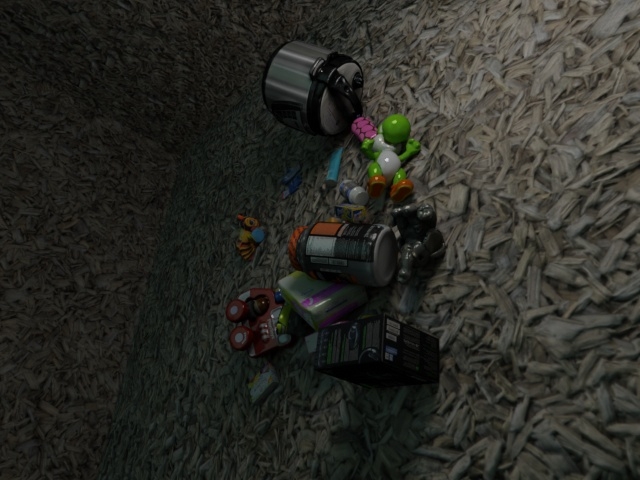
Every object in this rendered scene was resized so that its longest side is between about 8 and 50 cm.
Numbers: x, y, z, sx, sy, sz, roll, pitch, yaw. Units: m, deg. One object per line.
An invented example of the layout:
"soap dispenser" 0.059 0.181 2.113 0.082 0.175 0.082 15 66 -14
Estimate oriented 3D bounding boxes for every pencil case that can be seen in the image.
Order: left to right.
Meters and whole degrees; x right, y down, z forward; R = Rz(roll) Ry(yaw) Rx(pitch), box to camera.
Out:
"pencil case" 0.204 -0.454 1.966 0.098 0.095 0.209 -28 42 2

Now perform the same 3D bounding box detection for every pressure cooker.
"pressure cooker" -0.005 -0.668 2.055 0.420 0.370 0.375 28 127 25

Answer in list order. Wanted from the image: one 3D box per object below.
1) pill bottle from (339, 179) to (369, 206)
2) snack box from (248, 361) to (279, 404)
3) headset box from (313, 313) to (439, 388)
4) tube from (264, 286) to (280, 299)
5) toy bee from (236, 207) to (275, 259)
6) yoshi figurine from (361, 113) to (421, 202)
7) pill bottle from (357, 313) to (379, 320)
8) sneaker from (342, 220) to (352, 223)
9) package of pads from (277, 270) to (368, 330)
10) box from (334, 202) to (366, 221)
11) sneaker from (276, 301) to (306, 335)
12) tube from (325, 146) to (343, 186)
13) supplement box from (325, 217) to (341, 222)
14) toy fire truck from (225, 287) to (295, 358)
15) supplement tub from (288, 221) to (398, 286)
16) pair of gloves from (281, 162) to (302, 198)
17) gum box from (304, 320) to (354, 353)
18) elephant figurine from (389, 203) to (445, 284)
"pill bottle" 0.137 -0.191 1.873 0.078 0.078 0.137 -56 33 9
"snack box" -0.229 0.575 1.855 0.141 0.037 0.100 -50 36 17
"headset box" 0.153 0.329 1.328 0.283 0.246 0.131 -22 50 43
"tube" -0.225 0.274 2.053 0.240 0.062 0.070 -39 5 37
"toy bee" -0.377 -0.059 2.395 0.195 0.162 0.298 -13 57 51
"yoshi figurine" 0.264 -0.334 1.723 0.203 0.203 0.362 -16 50 28
"pill bottle" 0.179 0.273 1.497 0.116 0.065 0.065 -7 61 51
"sneaker" 0.163 -0.025 1.743 0.128 0.087 0.221 -34 42 12
"package of pads" -0.002 0.187 1.676 0.229 0.101 0.296 -27 28 -17
"box" 0.115 -0.111 1.811 0.169 0.059 0.054 -159 58 -67
"sneaker" -0.083 0.261 1.831 0.111 0.121 0.300 104 -176 -47
"tube" 0.062 -0.340 2.112 0.080 0.052 0.207 -20 46 39
"supplement box" 0.000 0.000 1.922 0.233 0.078 0.080 -37 41 34
"toy fire truck" -0.239 0.332 1.926 0.254 0.169 0.302 -26 57 15
"supplement tub" 0.073 0.041 1.567 0.338 0.207 0.207 4 69 32
"pair of gloves" -0.151 -0.315 2.398 0.159 0.023 0.198 -39 41 31
"gum box" 0.050 0.328 1.579 0.188 0.107 0.062 -31 66 38
"elephant figurine" 0.302 0.013 1.453 0.169 0.186 0.239 117 146 -82
